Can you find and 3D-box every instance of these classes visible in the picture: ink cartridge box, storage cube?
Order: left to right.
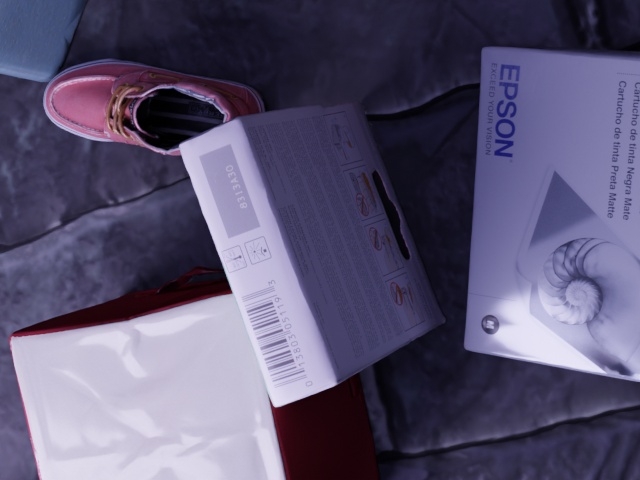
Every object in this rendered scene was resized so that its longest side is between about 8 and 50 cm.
[{"bbox_3d":[-0.082,0.128,1.249,0.183,0.193,0.215,-11,92,18],"label":"storage cube"},{"bbox_3d":[0.000,0.000,1.194,0.056,0.224,0.181,-21,90,21],"label":"ink cartridge box"},{"bbox_3d":[0.210,-0.016,1.194,0.224,0.045,0.223,7,100,28],"label":"ink cartridge box"}]

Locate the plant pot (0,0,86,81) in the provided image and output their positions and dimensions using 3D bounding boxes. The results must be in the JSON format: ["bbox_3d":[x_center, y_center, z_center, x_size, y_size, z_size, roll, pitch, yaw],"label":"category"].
[{"bbox_3d":[-0.302,-0.268,1.243,0.248,0.252,0.247,27,103,13],"label":"plant pot"}]

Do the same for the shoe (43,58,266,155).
[{"bbox_3d":[-0.134,-0.099,1.298,0.178,0.081,0.063,7,98,16],"label":"shoe"}]
